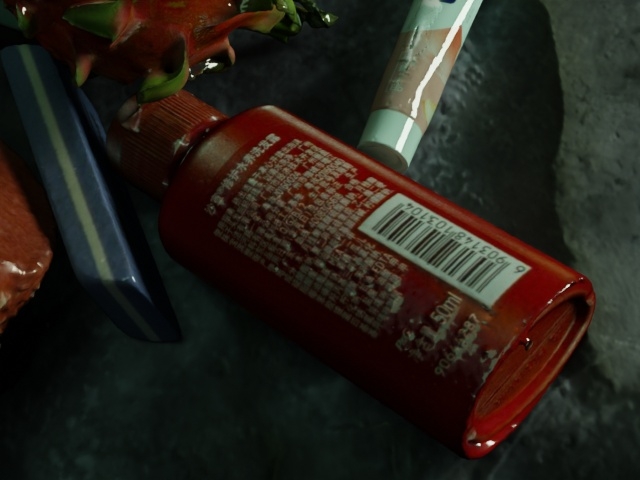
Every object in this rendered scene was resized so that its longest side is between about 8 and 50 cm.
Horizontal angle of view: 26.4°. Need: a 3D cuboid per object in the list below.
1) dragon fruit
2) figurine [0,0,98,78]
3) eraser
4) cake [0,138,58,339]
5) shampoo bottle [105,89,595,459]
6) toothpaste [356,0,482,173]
[{"bbox_3d":[-0.088,-0.154,0.832,0.135,0.236,0.137,-62,29,21],"label":"dragon fruit"},{"bbox_3d":[-0.165,-0.221,0.964,0.138,0.110,0.245,10,62,28],"label":"figurine"},{"bbox_3d":[-0.148,-0.032,0.862,0.036,0.082,0.225,-27,56,2],"label":"eraser"},{"bbox_3d":[-0.290,-0.030,0.818,0.283,0.177,0.151,37,122,4],"label":"cake"},{"bbox_3d":[0.001,0.001,0.787,0.314,0.076,0.118,31,78,33],"label":"shampoo bottle"},{"bbox_3d":[0.073,-0.135,0.860,0.056,0.036,0.205,11,64,26],"label":"toothpaste"}]
